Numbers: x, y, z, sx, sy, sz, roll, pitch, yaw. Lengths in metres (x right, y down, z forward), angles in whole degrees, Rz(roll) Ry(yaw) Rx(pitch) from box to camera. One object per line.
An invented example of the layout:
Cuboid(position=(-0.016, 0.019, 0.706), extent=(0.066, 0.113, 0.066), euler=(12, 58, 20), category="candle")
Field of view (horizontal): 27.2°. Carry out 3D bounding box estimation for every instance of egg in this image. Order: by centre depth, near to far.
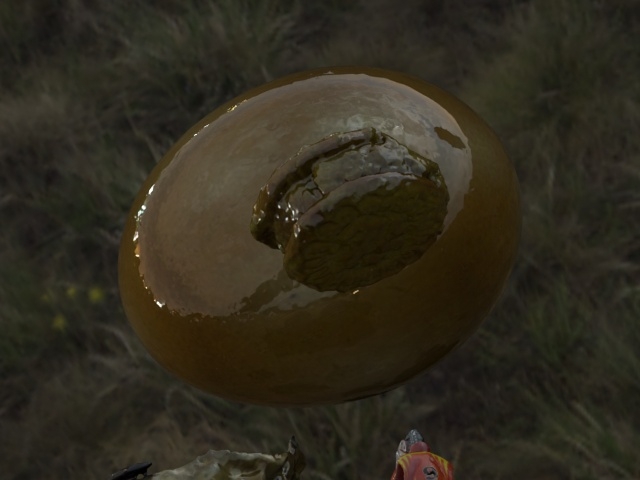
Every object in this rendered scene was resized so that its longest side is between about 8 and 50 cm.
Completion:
Cuboid(position=(0.000, 0.000, 1.130), extent=(0.351, 0.282, 0.282), euler=(-25, 42, -7), category="egg")

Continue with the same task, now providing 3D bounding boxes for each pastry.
Cuboid(position=(0.017, -0.015, 0.734), extent=(0.109, 0.097, 0.057), euler=(-25, 61, -5), category="pastry")

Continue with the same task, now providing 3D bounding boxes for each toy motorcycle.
Cuboid(position=(0.133, 0.419, 1.937), extent=(0.089, 0.171, 0.298), euler=(11, 72, -17), category="toy motorcycle")

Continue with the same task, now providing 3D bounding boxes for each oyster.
Cuboid(position=(-0.115, 0.189, 0.723), extent=(0.129, 0.345, 0.078), euler=(-14, 69, -42), category="oyster")
